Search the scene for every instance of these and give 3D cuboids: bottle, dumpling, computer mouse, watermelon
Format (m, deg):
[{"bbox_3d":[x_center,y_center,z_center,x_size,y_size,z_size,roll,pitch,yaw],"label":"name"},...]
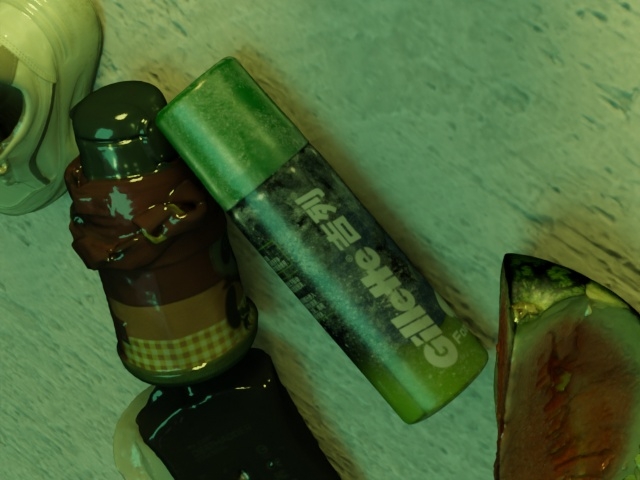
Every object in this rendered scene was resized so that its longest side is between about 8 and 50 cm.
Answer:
[{"bbox_3d":[-0.146,-0.007,1.450,0.156,0.143,0.271,12,130,36],"label":"bottle"},{"bbox_3d":[-0.124,0.219,1.682,0.176,0.092,0.150,25,124,33],"label":"dumpling"},{"bbox_3d":[-0.070,0.205,1.590,0.147,0.088,0.264,-25,119,9],"label":"computer mouse"},{"bbox_3d":[0.197,0.125,1.266,0.128,0.159,0.303,1,128,6],"label":"watermelon"},{"bbox_3d":[0.000,0.000,1.357,0.330,0.093,0.093,49,142,-4],"label":"bottle"}]

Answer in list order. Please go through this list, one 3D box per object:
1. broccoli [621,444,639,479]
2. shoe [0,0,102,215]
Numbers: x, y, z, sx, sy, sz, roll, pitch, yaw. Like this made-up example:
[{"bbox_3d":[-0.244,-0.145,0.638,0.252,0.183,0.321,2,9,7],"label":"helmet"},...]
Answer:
[{"bbox_3d":[0.391,0.234,1.075,0.338,0.318,0.277,20,139,-32],"label":"broccoli"},{"bbox_3d":[-0.297,-0.104,1.493,0.124,0.159,0.316,35,138,12],"label":"shoe"}]
